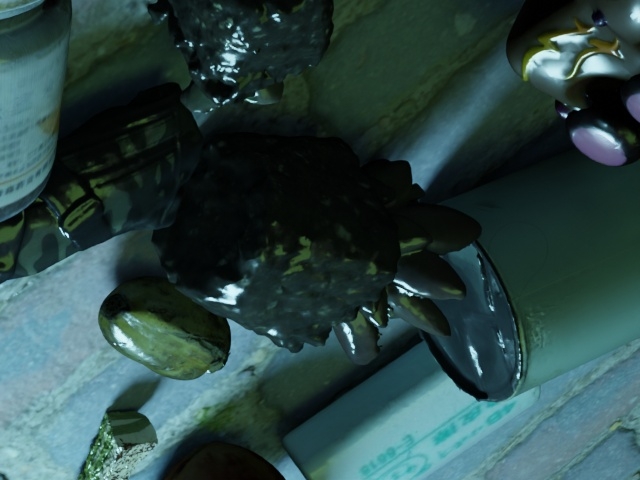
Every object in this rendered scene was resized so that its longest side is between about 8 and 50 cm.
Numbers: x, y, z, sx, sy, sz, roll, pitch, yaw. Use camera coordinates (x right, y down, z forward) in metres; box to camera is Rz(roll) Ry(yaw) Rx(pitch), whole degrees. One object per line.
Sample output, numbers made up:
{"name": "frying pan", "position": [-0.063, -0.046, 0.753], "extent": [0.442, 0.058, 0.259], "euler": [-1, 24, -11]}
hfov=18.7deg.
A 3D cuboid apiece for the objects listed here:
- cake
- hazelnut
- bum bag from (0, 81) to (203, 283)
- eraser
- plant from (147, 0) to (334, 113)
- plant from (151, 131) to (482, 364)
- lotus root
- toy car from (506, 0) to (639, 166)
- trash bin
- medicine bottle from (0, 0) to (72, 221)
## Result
{"name": "cake", "position": [-0.227, 0.236, 2.000], "extent": [0.055, 0.051, 0.140], "euler": [16, 120, -46]}
{"name": "hazelnut", "position": [-0.111, 0.321, 2.119], "extent": [0.208, 0.208, 0.208], "euler": [-25, 145, -19]}
{"name": "bum bag", "position": [-0.245, -0.025, 1.622], "extent": [0.340, 0.095, 0.144], "euler": [-21, 129, -27]}
{"name": "eraser", "position": [0.108, 0.202, 2.239], "extent": [0.290, 0.104, 0.189], "euler": [-34, 151, -5]}
{"name": "plant", "position": [-0.059, -0.185, 1.566], "extent": [0.142, 0.131, 0.203], "euler": [-28, 159, -25]}
{"name": "plant", "position": [0.000, 0.000, 1.829], "extent": [0.181, 0.194, 0.321], "euler": [-39, 145, 26]}
{"name": "lotus root", "position": [-0.146, 0.081, 1.859], "extent": [0.089, 0.080, 0.179], "euler": [-40, 142, 14]}
{"name": "toy car", "position": [0.269, -0.242, 1.715], "extent": [0.271, 0.240, 0.341], "euler": [-58, -171, -22]}
{"name": "trash bin", "position": [0.249, 0.024, 2.047], "extent": [0.263, 0.217, 0.277], "euler": [-22, -177, -25]}
{"name": "medicine bottle", "position": [-0.258, -0.151, 1.383], "extent": [0.165, 0.165, 0.273], "euler": [-17, 143, -30]}
